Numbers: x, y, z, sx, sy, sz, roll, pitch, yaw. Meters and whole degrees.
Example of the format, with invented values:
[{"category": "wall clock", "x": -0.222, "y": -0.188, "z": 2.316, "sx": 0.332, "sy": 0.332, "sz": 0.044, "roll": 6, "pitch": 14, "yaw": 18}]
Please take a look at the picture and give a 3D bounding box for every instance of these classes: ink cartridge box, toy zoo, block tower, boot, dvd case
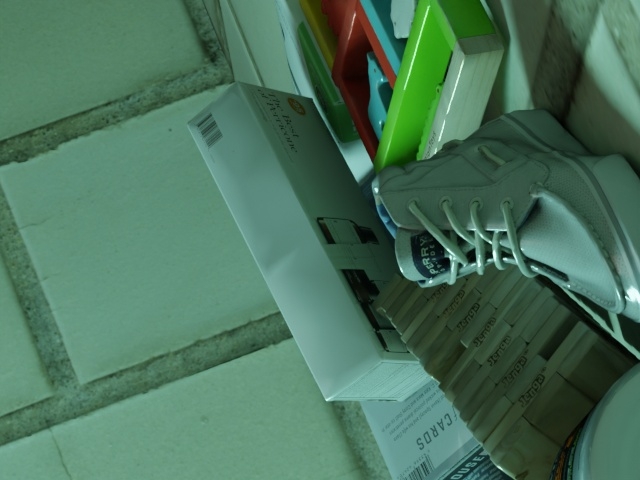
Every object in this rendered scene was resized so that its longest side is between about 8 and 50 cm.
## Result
[{"category": "ink cartridge box", "x": 0.036, "y": -0.115, "z": 1.502, "sx": 0.219, "sy": 0.092, "sz": 0.160, "roll": 78, "pitch": 170, "yaw": -57}, {"category": "toy zoo", "x": 0.038, "y": -0.170, "z": 1.292, "sx": 0.192, "sy": 0.030, "sz": 0.293, "roll": 104, "pitch": 150, "yaw": -51}, {"category": "block tower", "x": 0.125, "y": 0.072, "z": 1.140, "sx": 0.091, "sy": 0.097, "sz": 0.335, "roll": 37, "pitch": -177, "yaw": -17}, {"category": "boot", "x": 0.104, "y": 0.001, "z": 1.037, "sx": 0.258, "sy": 0.123, "sz": 0.095, "roll": -126, "pitch": 15, "yaw": -72}, {"category": "dvd case", "x": 0.081, "y": 0.050, "z": 1.385, "sx": 0.029, "sy": 0.179, "sz": 0.239, "roll": 10, "pitch": -134, "yaw": -43}]

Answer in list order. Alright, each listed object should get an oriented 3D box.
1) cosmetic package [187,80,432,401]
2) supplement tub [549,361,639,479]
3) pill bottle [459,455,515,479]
[{"category": "cosmetic package", "x": 0.000, "y": 0.000, "z": 1.358, "sx": 0.099, "sy": 0.060, "sz": 0.239, "roll": 9, "pitch": -132, "yaw": -57}, {"category": "supplement tub", "x": 0.167, "y": 0.118, "z": 0.874, "sx": 0.190, "sy": 0.117, "sz": 0.117, "roll": 91, "pitch": 158, "yaw": -76}, {"category": "pill bottle", "x": 0.154, "y": 0.187, "z": 1.377, "sx": 0.108, "sy": 0.108, "sz": 0.180, "roll": 75, "pitch": 173, "yaw": -51}]
